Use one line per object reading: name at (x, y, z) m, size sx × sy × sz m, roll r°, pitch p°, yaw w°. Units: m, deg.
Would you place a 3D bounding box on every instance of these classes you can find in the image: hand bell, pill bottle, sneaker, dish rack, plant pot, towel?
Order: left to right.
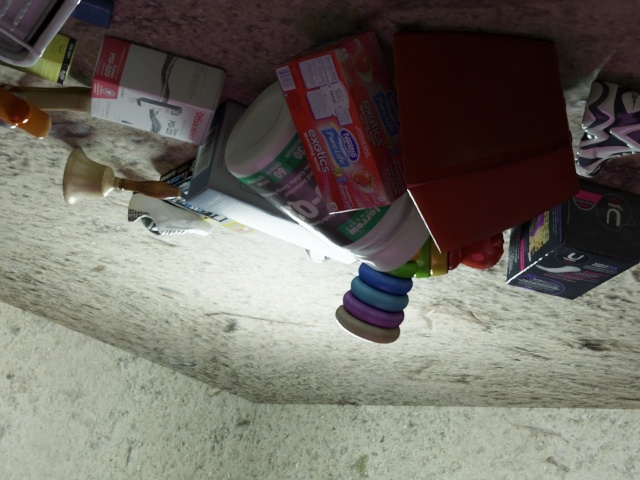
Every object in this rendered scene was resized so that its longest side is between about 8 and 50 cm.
dish rack at (-0.509, -0.406, 1.496) m, size 0.285 × 0.072 × 0.333 m, roll 31°, pitch 154°, yaw -21°
towel at (-0.389, -0.381, 1.600) m, size 0.119 × 0.029 × 0.067 m, roll 17°, pitch 158°, yaw -14°
hand bell at (-0.418, -0.122, 2.164) m, size 0.242 × 0.126 × 0.126 m, roll 8°, pitch 159°, yaw 6°
sneaker at (-0.359, -0.047, 2.377) m, size 0.235 × 0.095 × 0.090 m, roll 26°, pitch 153°, yaw -38°
pill bottle at (0.000, 0.000, 2.337) m, size 0.078 × 0.078 × 0.137 m, roll 10°, pitch 159°, yaw 3°
pill bottle at (0.025, -0.108, 1.777) m, size 0.361 × 0.204 × 0.204 m, roll 36°, pitch 150°, yaw -28°
plant pot at (0.263, -0.166, 1.541) m, size 0.235 × 0.267 × 0.267 m, roll -10°, pitch 154°, yaw 15°
sneaker at (0.499, -0.164, 1.619) m, size 0.153 × 0.094 × 0.235 m, roll 14°, pitch 151°, yaw 16°

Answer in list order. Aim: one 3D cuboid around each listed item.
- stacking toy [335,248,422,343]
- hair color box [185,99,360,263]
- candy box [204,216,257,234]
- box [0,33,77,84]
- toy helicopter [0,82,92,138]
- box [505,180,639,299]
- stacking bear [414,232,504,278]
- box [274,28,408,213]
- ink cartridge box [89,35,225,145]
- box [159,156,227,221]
stacking toy at (0.142, 0.033, 2.003) m, size 0.141 × 0.330 × 0.141 m, roll 18°, pitch -165°, yaw -5°
hair color box at (-0.054, -0.105, 1.931) m, size 0.374 × 0.185 × 0.113 m, roll 21°, pitch 156°, yaw -25°
candy box at (-0.172, -0.054, 2.356) m, size 0.105 × 0.027 × 0.205 m, roll 25°, pitch 156°, yaw -39°
box at (-0.545, -0.345, 1.735) m, size 0.232 × 0.058 × 0.087 m, roll 16°, pitch 160°, yaw -15°
toy helicopter at (-0.534, -0.251, 1.774) m, size 0.355 × 0.140 × 0.235 m, roll -6°, pitch -160°, yaw -39°
box at (0.497, 0.003, 1.990) m, size 0.165 × 0.143 × 0.270 m, roll 13°, pitch 159°, yaw -10°
stacking bear at (0.243, 0.000, 2.117) m, size 0.288 × 0.164 × 0.175 m, roll 2°, pitch 158°, yaw 12°
box at (0.049, -0.184, 1.574) m, size 0.128 × 0.122 × 0.257 m, roll -7°, pitch 111°, yaw 40°
ink cartridge box at (-0.291, -0.261, 1.779) m, size 0.217 × 0.092 × 0.158 m, roll 13°, pitch 160°, yaw -10°
box at (-0.234, -0.113, 2.197) m, size 0.175 × 0.051 × 0.220 m, roll 23°, pitch 156°, yaw -29°
